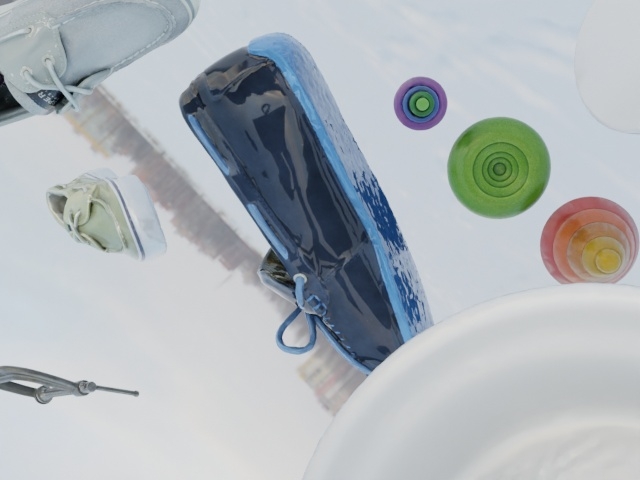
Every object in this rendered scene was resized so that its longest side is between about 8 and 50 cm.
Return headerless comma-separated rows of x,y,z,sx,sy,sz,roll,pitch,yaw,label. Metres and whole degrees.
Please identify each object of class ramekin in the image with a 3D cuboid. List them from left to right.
0.130,0.172,0.408,0.277,0.277,0.135,43,177,38,ramekin

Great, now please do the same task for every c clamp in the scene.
-0.300,0.162,0.948,0.160,0.022,0.137,-13,152,44,c clamp

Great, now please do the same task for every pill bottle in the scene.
0.276,-0.114,0.567,0.208,0.119,0.119,-1,-156,-30,pill bottle

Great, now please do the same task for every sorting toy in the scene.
0.234,-0.064,1.017,0.365,0.127,0.126,40,-169,-2,sorting toy

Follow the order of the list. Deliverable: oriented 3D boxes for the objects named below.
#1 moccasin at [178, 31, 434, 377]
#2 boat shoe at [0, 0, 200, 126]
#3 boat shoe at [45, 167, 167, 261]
0.000,0.000,0.718,0.342,0.117,0.138,65,-164,-14,moccasin
-0.174,-0.114,0.558,0.079,0.227,0.081,39,-132,-50,boat shoe
-0.276,-0.027,1.100,0.302,0.094,0.109,20,129,62,boat shoe
